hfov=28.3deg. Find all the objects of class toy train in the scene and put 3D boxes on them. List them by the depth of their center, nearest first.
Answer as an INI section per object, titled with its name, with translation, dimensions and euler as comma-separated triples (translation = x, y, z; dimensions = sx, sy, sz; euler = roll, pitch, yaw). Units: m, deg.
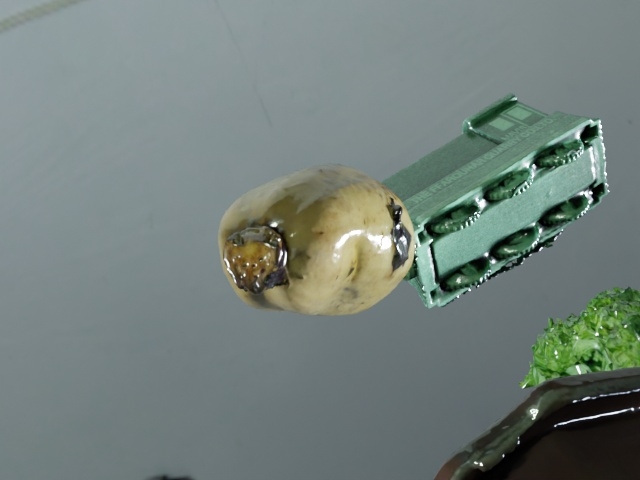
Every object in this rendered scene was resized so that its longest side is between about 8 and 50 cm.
[toy train]
translation = 0.200, -0.057, 1.576
dimensions = 0.330, 0.178, 0.139
euler = -30, 128, -21

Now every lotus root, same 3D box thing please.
[lotus root]
translation = 0.000, 0.000, 1.141
dimensions = 0.154, 0.257, 0.140
euler = -3, 91, 24

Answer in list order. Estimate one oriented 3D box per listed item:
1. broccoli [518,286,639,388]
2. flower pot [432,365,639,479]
[broccoli]
translation = 0.281, 0.229, 0.884
dimensions = 0.321, 0.310, 0.413
euler = 10, 124, 18
[flower pot]
translation = 0.130, 0.148, 0.559
dimensions = 0.250, 0.084, 0.179
euler = 1, 124, -47
